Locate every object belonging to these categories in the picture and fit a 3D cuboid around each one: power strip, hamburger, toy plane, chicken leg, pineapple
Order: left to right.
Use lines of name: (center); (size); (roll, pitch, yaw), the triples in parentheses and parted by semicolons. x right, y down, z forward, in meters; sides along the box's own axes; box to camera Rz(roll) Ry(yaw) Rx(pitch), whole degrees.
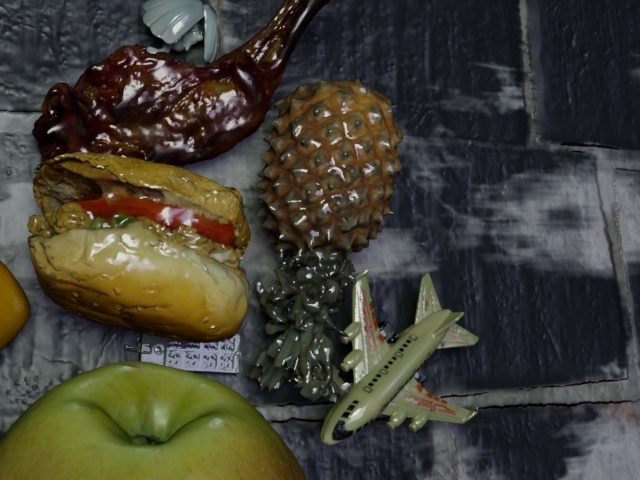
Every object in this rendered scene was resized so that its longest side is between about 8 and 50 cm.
hamburger: (-0.185, 0.010, 0.864); (0.244, 0.244, 0.163); (13, 80, -18)
power strip: (-0.154, 0.126, 0.964); (0.136, 0.019, 0.051); (7, 80, -20)
chicken leg: (-0.129, -0.182, 0.961); (0.407, 0.096, 0.158); (-30, 116, -4)
pineapple: (0.000, 0.000, 0.964); (0.175, 0.175, 0.361); (11, 76, -19)
toy plane: (0.083, 0.155, 1.011); (0.244, 0.092, 0.229); (-41, 98, -21)

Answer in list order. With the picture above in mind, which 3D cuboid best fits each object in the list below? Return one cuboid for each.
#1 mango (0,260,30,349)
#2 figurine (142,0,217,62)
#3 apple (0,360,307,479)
mango: (-0.401, 0.057, 0.814); (0.252, 0.126, 0.153); (15, 81, -39)
figurine: (-0.165, -0.255, 1.004); (0.086, 0.082, 0.094); (-3, 57, -5)
apple: (-0.152, 0.274, 0.765); (0.338, 0.338, 0.305); (6, 92, -20)
